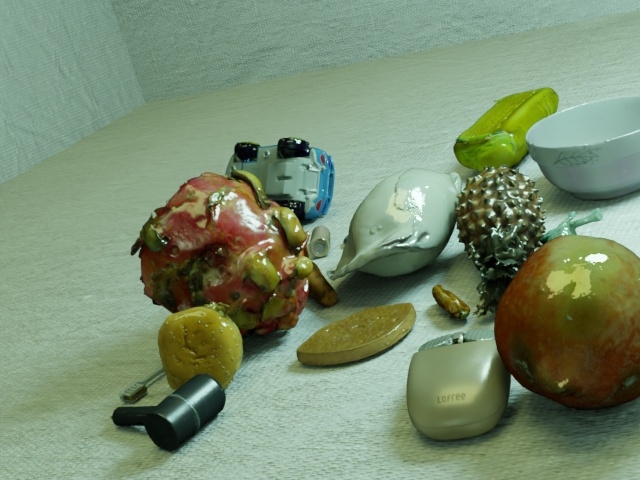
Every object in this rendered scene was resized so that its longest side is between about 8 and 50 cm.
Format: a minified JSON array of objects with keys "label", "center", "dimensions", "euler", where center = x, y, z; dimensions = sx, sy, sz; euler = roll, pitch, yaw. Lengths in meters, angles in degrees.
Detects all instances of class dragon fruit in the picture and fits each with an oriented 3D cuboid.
[{"label":"dragon fruit","center":[-0.128,0.034,1.832],"dimensions":[0.263,0.296,0.314],"euler":[24,49,32]}]

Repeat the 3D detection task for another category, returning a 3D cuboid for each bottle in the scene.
[{"label":"bottle","center":[0.000,0.000,2.190],"dimensions":[0.045,0.045,0.096],"euler":[-14,18,8]}]

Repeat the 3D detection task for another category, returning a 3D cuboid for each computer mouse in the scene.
[{"label":"computer mouse","center":[0.194,0.192,1.449],"dimensions":[0.145,0.082,0.236],"euler":[-11,21,18]}]

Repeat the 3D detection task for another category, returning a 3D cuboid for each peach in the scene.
[{"label":"peach","center":[0.337,0.118,1.331],"dimensions":[0.232,0.232,0.257],"euler":[-6,36,28]}]

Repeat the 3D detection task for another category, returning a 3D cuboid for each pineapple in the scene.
[{"label":"pineapple","center":[0.311,0.006,1.785],"dimensions":[0.175,0.175,0.361],"euler":[-11,33,16]}]

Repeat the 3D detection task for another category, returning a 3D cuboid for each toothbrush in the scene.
[{"label":"toothbrush","center":[-0.234,0.196,1.871],"dimensions":[0.030,0.025,0.342],"euler":[2,26,39]}]

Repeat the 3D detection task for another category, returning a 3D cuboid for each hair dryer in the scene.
[{"label":"hair dryer","center":[-0.261,0.274,1.641],"dimensions":[0.219,0.071,0.124],"euler":[-12,16,40]}]

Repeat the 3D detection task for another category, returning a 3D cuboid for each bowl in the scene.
[{"label":"bowl","center":[0.565,-0.176,2.059],"dimensions":[0.287,0.144,0.287],"euler":[-14,19,5]}]

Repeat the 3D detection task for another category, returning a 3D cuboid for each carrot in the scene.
[{"label":"carrot","center":[-0.010,0.083,1.968],"dimensions":[0.055,0.055,0.161],"euler":[-21,27,-12]}]

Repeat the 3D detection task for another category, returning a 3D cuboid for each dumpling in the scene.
[{"label":"dumpling","center":[0.135,-0.022,1.961],"dimensions":[0.260,0.181,0.341],"euler":[-32,31,35]}]

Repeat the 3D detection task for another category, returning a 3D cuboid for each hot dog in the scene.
[{"label":"hot dog","center":[0.215,0.105,1.730],"dimensions":[0.037,0.049,0.122],"euler":[-55,16,3]}]

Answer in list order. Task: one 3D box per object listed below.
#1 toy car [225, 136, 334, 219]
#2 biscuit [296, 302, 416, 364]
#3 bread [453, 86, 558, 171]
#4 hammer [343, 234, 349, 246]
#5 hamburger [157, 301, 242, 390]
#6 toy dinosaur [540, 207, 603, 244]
[{"label":"toy car","center":[-0.099,-0.135,2.462],"dimensions":[0.314,0.198,0.166],"euler":[-2,-9,45]},{"label":"biscuit","center":[0.066,0.159,1.721],"dimensions":[0.220,0.029,0.142],"euler":[-22,19,-18]},{"label":"bread","center":[0.445,-0.255,2.423],"dimensions":[0.166,0.112,0.383],"euler":[-8,20,33]},{"label":"hammer","center":[0.129,-0.032,2.183],"dimensions":[0.182,0.017,0.062],"euler":[-27,18,-8]},{"label":"hamburger","center":[-0.197,0.180,1.708],"dimensions":[0.138,0.147,0.083],"euler":[-11,0,-4]},{"label":"toy dinosaur","center":[0.434,0.015,1.720],"dimensions":[0.129,0.076,0.383],"euler":[-45,5,17]}]
